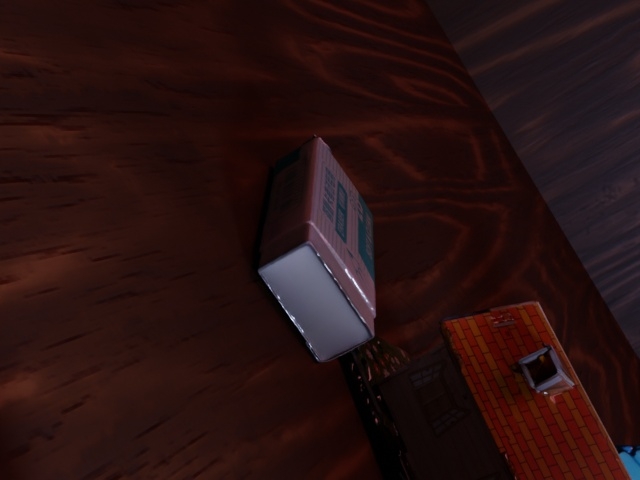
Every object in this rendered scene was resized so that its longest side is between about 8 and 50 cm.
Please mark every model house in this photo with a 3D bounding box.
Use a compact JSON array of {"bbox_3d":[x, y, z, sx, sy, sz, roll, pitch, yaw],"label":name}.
[{"bbox_3d":[0.155,0.172,1.030,0.207,0.154,0.294,34,28,-55],"label":"model house"}]

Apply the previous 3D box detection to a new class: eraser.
[{"bbox_3d":[0.000,0.000,1.055,0.095,0.052,0.225,56,14,-19],"label":"eraser"}]

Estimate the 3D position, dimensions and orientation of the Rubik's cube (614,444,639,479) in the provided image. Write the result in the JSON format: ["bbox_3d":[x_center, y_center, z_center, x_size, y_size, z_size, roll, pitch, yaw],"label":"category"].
[{"bbox_3d":[0.355,0.306,1.286,0.254,0.254,0.254,53,16,-22],"label":"Rubik's cube"}]
